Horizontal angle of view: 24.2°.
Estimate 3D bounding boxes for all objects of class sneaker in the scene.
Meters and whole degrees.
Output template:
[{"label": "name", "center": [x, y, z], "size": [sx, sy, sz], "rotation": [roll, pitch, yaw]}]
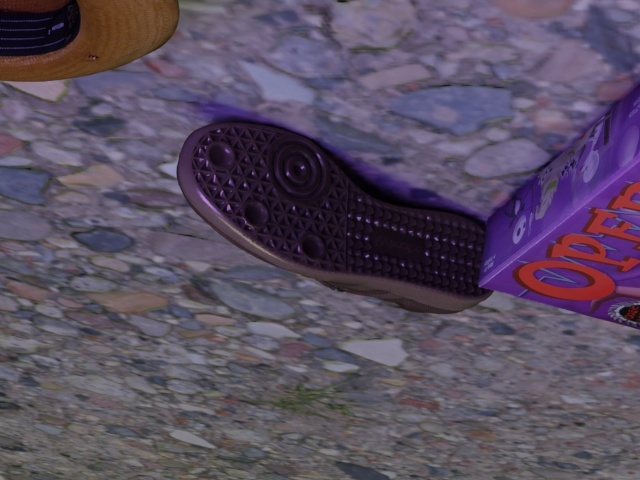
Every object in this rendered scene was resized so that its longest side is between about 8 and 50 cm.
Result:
[{"label": "sneaker", "center": [0.000, 0.000, 0.756], "size": [0.188, 0.066, 0.071], "rotation": [23, 155, -27]}]

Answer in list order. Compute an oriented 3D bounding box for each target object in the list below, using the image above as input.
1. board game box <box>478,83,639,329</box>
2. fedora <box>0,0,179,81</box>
[{"label": "board game box", "center": [0.228, -0.025, 0.631], "size": [0.208, 0.056, 0.347], "rotation": [19, 157, -10]}, {"label": "fedora", "center": [-0.133, -0.121, 0.509], "size": [0.194, 0.079, 0.194], "rotation": [7, 164, 2]}]
